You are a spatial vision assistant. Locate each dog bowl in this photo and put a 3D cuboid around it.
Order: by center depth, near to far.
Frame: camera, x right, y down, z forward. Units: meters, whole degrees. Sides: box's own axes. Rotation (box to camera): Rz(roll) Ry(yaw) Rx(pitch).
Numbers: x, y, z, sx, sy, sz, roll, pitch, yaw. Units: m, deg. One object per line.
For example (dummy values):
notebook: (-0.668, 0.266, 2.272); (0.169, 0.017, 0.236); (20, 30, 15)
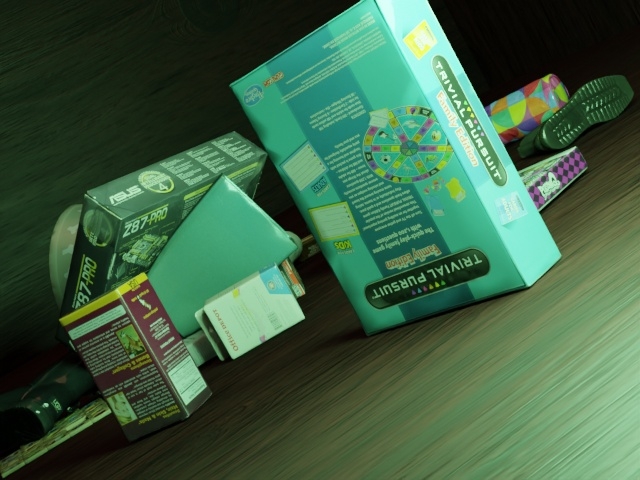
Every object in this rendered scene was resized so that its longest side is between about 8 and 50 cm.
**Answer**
dog bowl: (-0.447, 0.075, 2.475); (0.102, 0.349, 0.349); (-12, 12, 22)

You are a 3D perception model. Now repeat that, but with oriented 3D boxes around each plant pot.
plant pot: (-0.180, 0.031, 1.845); (0.234, 0.165, 0.165); (-46, 7, 0)

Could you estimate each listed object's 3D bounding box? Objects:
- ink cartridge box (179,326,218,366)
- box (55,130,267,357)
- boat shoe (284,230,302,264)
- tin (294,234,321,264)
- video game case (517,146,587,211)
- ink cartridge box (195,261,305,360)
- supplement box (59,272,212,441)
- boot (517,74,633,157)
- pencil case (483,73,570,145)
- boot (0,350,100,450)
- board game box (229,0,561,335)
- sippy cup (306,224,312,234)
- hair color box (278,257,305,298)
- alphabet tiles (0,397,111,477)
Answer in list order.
ink cartridge box: (-0.227, 0.183, 1.849); (0.224, 0.045, 0.223); (-32, 6, -24)
box: (-0.277, 0.006, 2.001); (0.395, 0.097, 0.318); (-31, -30, -49)
boat shoe: (-0.175, 0.041, 2.384); (0.367, 0.136, 0.156); (-19, 11, 45)
tin: (0.000, 0.000, 2.385); (0.189, 0.040, 0.106); (-28, 10, 12)
video game case: (0.236, -0.041, 1.579); (0.210, 0.042, 0.232); (-25, 7, 45)
ink cartridge box: (-0.109, 0.108, 1.704); (0.143, 0.092, 0.090); (-29, 5, -2)
supplement box: (-0.239, 0.152, 1.473); (0.104, 0.188, 0.081); (-26, 6, 24)
boot: (0.441, -0.217, 1.992); (0.198, 0.077, 0.137); (-30, 1, -14)
pencil case: (0.406, -0.253, 2.332); (0.236, 0.104, 0.104); (-23, 8, 32)
boot: (-0.493, 0.273, 2.004); (0.246, 0.094, 0.207); (-15, 17, 39)
board game box: (0.075, -0.081, 1.246); (0.253, 0.336, 0.079); (-22, 9, 47)
sippy cup: (0.125, -0.111, 1.947); (0.305, 0.240, 0.224); (-2, 2, 15)
hair color box: (-0.062, 0.063, 1.966); (0.043, 0.072, 0.141); (-29, 7, 2)
alphabet tiles: (-0.444, 0.323, 1.884); (0.198, 0.009, 0.237); (-31, 6, -16)
